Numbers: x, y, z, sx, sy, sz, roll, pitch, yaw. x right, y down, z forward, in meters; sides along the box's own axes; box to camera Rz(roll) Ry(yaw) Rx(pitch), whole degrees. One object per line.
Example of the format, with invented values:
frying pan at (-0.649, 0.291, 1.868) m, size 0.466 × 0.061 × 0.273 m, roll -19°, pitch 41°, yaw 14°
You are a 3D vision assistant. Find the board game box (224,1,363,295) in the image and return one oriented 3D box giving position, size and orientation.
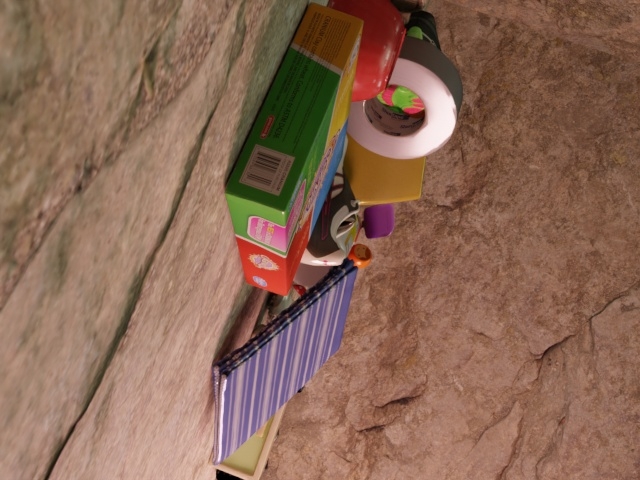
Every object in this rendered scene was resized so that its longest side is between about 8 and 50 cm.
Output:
board game box at (-0.029, -0.088, 0.791) m, size 0.316 × 0.064 × 0.242 m, roll 97°, pitch 14°, yaw -71°

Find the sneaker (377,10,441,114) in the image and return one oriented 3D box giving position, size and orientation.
sneaker at (0.193, -0.381, 1.454) m, size 0.483 × 0.185 × 0.202 m, roll -163°, pitch -96°, yaw -86°

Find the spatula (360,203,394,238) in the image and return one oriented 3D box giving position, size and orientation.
spatula at (0.090, -0.032, 1.657) m, size 0.296 × 0.030 × 0.084 m, roll -18°, pitch -107°, yaw 58°

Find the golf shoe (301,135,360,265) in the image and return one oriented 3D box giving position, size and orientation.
golf shoe at (0.011, -0.071, 1.034) m, size 0.105 × 0.120 × 0.273 m, roll 100°, pitch 9°, yaw -58°

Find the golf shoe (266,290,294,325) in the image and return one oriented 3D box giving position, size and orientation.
golf shoe at (-0.060, 0.139, 1.287) m, size 0.176 × 0.086 × 0.069 m, roll 98°, pitch 14°, yaw -65°

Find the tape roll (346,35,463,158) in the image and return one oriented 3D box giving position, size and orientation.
tape roll at (0.140, -0.252, 1.150) m, size 0.219 × 0.219 × 0.072 m, roll 104°, pitch 6°, yaw -52°

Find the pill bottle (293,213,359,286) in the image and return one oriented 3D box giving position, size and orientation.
pill bottle at (0.000, 0.000, 1.196) m, size 0.215 × 0.117 × 0.117 m, roll -61°, pitch 170°, yaw -63°

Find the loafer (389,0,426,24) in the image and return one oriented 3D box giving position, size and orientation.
loafer at (0.137, -0.447, 1.113) m, size 0.268 × 0.101 × 0.092 m, roll -103°, pitch -149°, yaw -81°

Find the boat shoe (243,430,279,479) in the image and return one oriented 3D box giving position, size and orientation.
boat shoe at (-0.149, 0.487, 1.418) m, size 0.223 × 0.073 × 0.080 m, roll -52°, pitch -164°, yaw 20°

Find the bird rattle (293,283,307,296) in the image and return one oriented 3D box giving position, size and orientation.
bird rattle at (-0.024, 0.224, 1.541) m, size 0.207 × 0.143 × 0.254 m, roll -108°, pitch -142°, yaw -74°

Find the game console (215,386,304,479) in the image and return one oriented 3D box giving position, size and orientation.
game console at (-0.115, 0.347, 1.362) m, size 0.361 × 0.044 × 0.213 m, roll -64°, pitch -162°, yaw -16°

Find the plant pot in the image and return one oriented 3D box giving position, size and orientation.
plant pot at (0.151, -0.182, 1.499) m, size 0.212 × 0.187 × 0.212 m, roll -37°, pitch 134°, yaw -79°

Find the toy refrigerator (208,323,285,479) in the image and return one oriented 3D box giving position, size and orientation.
toy refrigerator at (-0.117, 0.307, 1.217) m, size 0.094 × 0.102 × 0.270 m, roll -34°, pitch 144°, yaw -82°

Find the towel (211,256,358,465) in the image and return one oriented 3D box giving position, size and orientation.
towel at (-0.058, 0.189, 1.056) m, size 0.336 × 0.040 × 0.243 m, roll -37°, pitch 148°, yaw -41°

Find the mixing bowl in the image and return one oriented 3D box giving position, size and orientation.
mixing bowl at (0.057, -0.263, 0.878) m, size 0.181 × 0.098 × 0.181 m, roll 19°, pitch 90°, yaw -86°

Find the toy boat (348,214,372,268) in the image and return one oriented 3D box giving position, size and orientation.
toy boat at (0.058, 0.010, 1.554) m, size 0.151 × 0.151 × 0.231 m, roll -55°, pitch 178°, yaw -6°
